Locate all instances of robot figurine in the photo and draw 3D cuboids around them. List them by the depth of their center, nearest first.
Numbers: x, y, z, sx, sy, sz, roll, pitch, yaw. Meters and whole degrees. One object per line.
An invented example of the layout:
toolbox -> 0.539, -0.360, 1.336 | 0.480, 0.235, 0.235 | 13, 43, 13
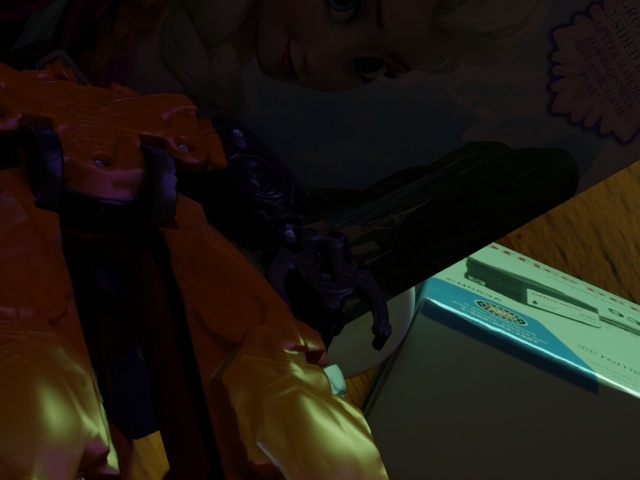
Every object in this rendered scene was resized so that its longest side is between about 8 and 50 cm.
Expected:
robot figurine -> -0.072, 0.048, 0.555 | 0.211, 0.085, 0.291 | 10, 39, -28

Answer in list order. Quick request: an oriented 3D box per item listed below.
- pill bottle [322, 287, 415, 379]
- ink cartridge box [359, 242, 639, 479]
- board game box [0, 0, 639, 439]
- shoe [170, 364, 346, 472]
pill bottle -> 0.000, 0.000, 1.069 | 0.108, 0.108, 0.193 | 56, 12, -19
ink cartridge box -> 0.151, 0.107, 1.165 | 0.223, 0.129, 0.307 | 24, 11, 3
board game box -> -0.031, -0.111, 0.666 | 0.318, 0.318, 0.066 | 52, 14, -30
shoe -> -0.013, 0.117, 0.831 | 0.081, 0.063, 0.178 | 61, 16, 1
